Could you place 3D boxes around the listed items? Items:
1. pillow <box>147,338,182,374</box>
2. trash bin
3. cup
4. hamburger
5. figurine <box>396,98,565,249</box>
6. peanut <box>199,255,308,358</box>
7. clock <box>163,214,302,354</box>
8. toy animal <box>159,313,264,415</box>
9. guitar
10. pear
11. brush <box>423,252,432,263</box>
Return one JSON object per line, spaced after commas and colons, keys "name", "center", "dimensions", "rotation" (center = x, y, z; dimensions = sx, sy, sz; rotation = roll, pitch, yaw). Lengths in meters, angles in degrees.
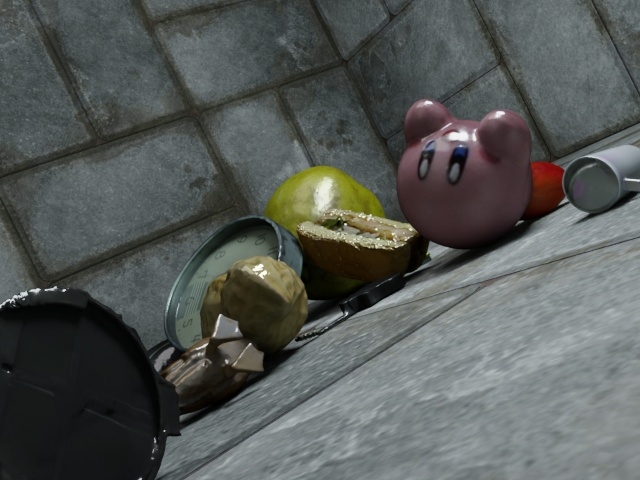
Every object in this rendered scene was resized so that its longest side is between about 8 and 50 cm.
{"name": "pillow", "center": [-0.265, 0.230, 1.477], "dimensions": [0.335, 0.092, 0.161], "rotation": [-27, 4, -29]}
{"name": "trash bin", "center": [-0.313, 0.185, 0.615], "dimensions": [0.301, 0.203, 0.252], "rotation": [-25, -24, 26]}
{"name": "cup", "center": [0.388, -0.082, 0.898], "dimensions": [0.116, 0.074, 0.104], "rotation": [-20, 20, -38]}
{"name": "hamburger", "center": [0.072, 0.019, 1.303], "dimensions": [0.262, 0.131, 0.124], "rotation": [16, 31, 41]}
{"name": "figurine", "center": [0.242, -0.086, 1.144], "dimensions": [0.270, 0.211, 0.261], "rotation": [17, -8, 31]}
{"name": "peanut", "center": [-0.104, 0.105, 1.047], "dimensions": [0.140, 0.153, 0.325], "rotation": [-38, -7, -24]}
{"name": "clock", "center": [-0.177, 0.094, 1.364], "dimensions": [0.325, 0.067, 0.325], "rotation": [-28, 40, 26]}
{"name": "toy animal", "center": [-0.155, 0.181, 0.888], "dimensions": [0.188, 0.089, 0.179], "rotation": [-26, -17, -42]}
{"name": "guitar", "center": [0.045, 0.108, 1.106], "dimensions": [0.233, 0.025, 0.088], "rotation": [-26, 0, -40]}
{"name": "pear", "center": [0.000, 0.000, 1.523], "dimensions": [0.287, 0.287, 0.375], "rotation": [-27, 20, 26]}
{"name": "brush", "center": [0.178, 0.047, 1.358], "dimensions": [0.083, 0.021, 0.019], "rotation": [-21, 0, -7]}
